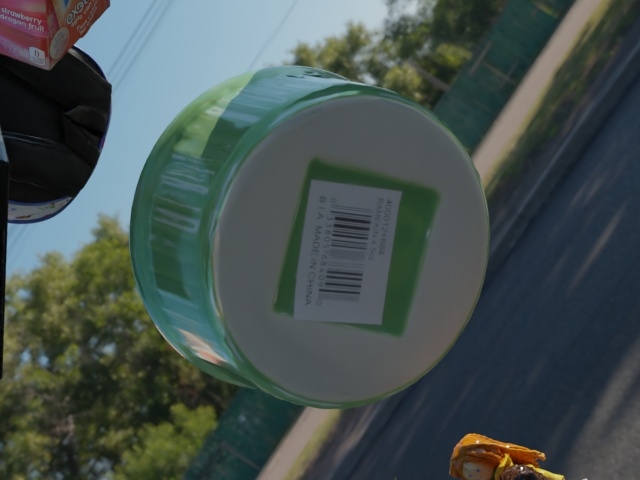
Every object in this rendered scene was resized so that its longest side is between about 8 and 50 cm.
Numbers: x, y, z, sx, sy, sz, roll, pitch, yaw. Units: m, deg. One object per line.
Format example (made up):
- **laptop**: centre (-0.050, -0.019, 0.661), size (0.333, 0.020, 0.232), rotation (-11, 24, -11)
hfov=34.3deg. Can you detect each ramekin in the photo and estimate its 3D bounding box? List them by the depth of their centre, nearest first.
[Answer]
- **ramekin**: centre (0.000, 0.000, 0.905), size (0.303, 0.303, 0.148), rotation (-57, 26, -8)

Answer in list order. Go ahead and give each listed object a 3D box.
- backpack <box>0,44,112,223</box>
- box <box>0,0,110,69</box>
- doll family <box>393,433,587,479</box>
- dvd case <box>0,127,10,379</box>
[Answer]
- **backpack**: centre (-0.387, -0.140, 1.220), size (0.213, 0.263, 0.276), rotation (149, 140, -73)
- **box**: centre (-0.335, -0.277, 0.964), size (0.128, 0.257, 0.122), rotation (101, -168, -48)
- **doll family**: centre (0.124, 0.246, 0.824), size (0.263, 0.163, 0.118), rotation (-46, 8, 21)
- **dvd case**: centre (-0.341, -0.008, 1.060), size (0.180, 0.022, 0.253), rotation (-124, 39, -51)
